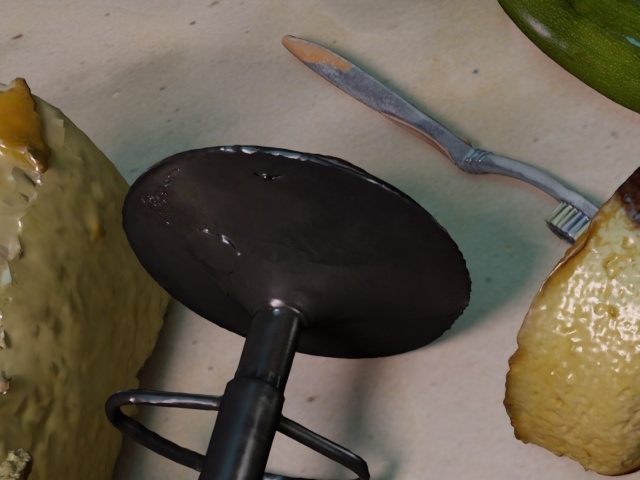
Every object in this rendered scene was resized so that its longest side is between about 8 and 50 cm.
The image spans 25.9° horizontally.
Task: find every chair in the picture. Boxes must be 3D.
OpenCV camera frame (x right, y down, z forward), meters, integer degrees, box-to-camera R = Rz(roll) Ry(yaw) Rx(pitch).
[{"bbox_3d":[-0.061,0.168,0.752,0.226,0.226,0.401,-2,52,25],"label":"chair"}]

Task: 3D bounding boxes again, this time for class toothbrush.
[{"bbox_3d":[0.083,-0.080,1.022,0.037,0.028,0.375,-47,48,-5],"label":"toothbrush"}]

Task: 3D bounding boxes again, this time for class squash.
[{"bbox_3d":[0.206,-0.148,0.987,0.080,0.071,0.318,-40,47,-10],"label":"squash"}]

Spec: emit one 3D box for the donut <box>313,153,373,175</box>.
[{"bbox_3d":[0.000,0.000,0.925,0.140,0.140,0.059,3,47,28],"label":"donut"}]

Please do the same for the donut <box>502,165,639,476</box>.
[{"bbox_3d":[0.200,0.038,0.807,0.217,0.141,0.085,-47,56,-9],"label":"donut"}]

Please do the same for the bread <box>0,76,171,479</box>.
[{"bbox_3d":[-0.231,0.100,0.884,0.165,0.236,0.375,2,54,25],"label":"bread"}]

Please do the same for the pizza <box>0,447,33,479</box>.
[{"bbox_3d":[-0.181,0.155,0.734,0.026,0.108,0.123,17,63,-4],"label":"pizza"}]
